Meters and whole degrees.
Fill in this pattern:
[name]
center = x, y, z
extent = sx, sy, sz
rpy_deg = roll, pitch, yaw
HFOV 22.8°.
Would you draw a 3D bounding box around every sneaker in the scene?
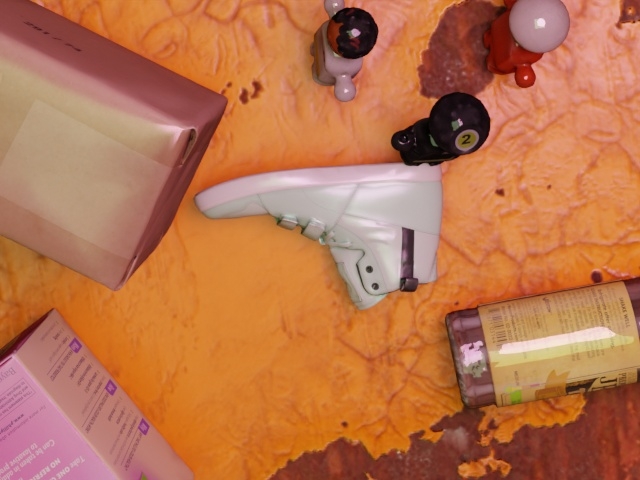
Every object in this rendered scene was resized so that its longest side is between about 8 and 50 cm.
[sneaker]
center = 0.000, 0.000, 1.616
extent = 0.256, 0.094, 0.151
rpy_deg = -3, 93, -1

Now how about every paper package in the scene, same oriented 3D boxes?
[paper package]
center = -0.275, -0.121, 1.496
extent = 0.325, 0.309, 0.168
rpy_deg = 26, 102, -2

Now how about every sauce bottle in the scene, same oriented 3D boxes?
[sauce bottle]
center = 0.304, 0.094, 1.620
extent = 0.344, 0.111, 0.111
rpy_deg = -10, 99, 5

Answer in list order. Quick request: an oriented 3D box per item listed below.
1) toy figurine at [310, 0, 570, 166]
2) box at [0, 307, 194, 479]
[toy figurine]
center = 0.109, -0.194, 1.530
extent = 0.209, 0.148, 0.213
rpy_deg = 42, 77, -4
[box]
center = -0.256, 0.215, 1.602
extent = 0.117, 0.213, 0.243
rpy_deg = -38, 97, 7
